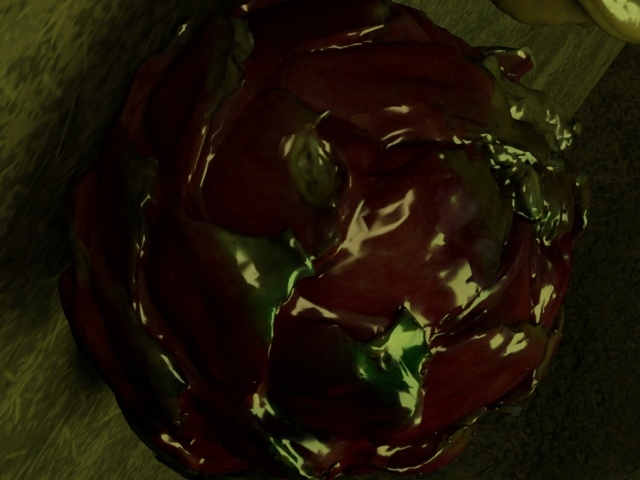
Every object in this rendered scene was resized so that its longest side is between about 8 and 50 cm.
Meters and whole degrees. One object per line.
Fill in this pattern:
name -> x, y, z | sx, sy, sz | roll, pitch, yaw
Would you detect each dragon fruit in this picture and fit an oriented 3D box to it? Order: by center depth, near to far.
dragon fruit -> -0.001, 0.001, 1.131 | 0.329, 0.329, 0.329 | -54, 169, -15

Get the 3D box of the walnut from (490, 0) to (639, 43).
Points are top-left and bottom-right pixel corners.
walnut -> 0.222, -0.288, 1.384 | 0.296, 0.285, 0.285 | -15, -159, 40

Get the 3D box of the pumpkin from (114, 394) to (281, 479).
pumpkin -> -0.027, 0.053, 1.432 | 0.320, 0.192, 0.320 | -53, 174, -8
